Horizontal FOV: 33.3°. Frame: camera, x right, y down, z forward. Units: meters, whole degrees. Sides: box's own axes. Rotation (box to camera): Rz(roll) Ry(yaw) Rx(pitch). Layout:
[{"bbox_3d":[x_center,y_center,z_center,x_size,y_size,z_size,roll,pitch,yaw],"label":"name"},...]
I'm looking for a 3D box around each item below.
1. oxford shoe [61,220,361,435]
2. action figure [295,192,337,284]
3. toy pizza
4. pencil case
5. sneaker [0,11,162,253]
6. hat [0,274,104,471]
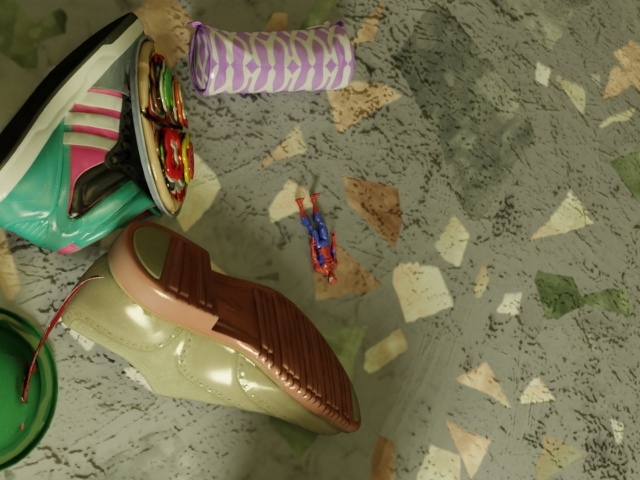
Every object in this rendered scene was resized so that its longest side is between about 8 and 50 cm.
[{"bbox_3d":[-0.113,0.127,1.228,0.397,0.146,0.140,39,25,-30],"label":"oxford shoe"},{"bbox_3d":[0.000,0.000,1.334,0.038,0.030,0.115,-19,96,-32],"label":"action figure"},{"bbox_3d":[-0.167,-0.125,1.174,0.032,0.201,0.201,-7,88,5],"label":"toy pizza"},{"bbox_3d":[-0.056,-0.221,1.291,0.206,0.086,0.088,-8,103,-28],"label":"pencil case"},{"bbox_3d":[-0.236,-0.099,1.173,0.178,0.124,0.295,46,56,-26],"label":"sneaker"},{"bbox_3d":[-0.327,0.140,1.066,0.173,0.183,0.208,4,84,-26],"label":"hat"}]
